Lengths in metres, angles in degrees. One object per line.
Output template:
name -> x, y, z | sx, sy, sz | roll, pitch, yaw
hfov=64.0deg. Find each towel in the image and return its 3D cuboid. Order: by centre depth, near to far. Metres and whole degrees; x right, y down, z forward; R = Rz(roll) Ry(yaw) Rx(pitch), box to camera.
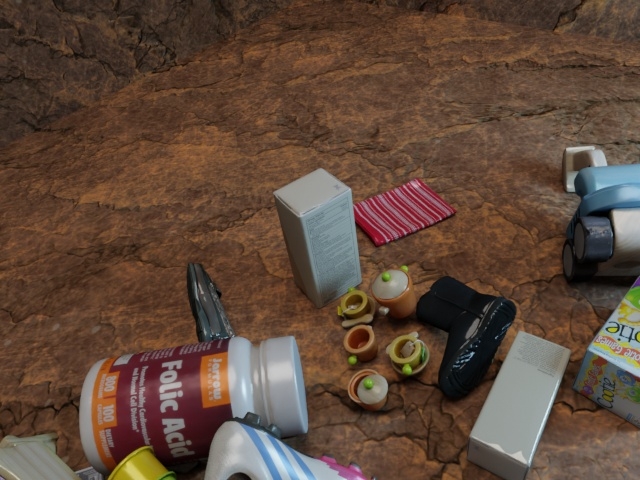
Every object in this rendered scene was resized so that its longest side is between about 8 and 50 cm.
towel -> 0.231, -0.088, 1.512 | 0.275, 0.031, 0.199 | -22, 44, -15

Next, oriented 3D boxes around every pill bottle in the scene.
pill bottle -> -0.231, 0.312, 1.001 | 0.392, 0.224, 0.224 | -10, 42, 0

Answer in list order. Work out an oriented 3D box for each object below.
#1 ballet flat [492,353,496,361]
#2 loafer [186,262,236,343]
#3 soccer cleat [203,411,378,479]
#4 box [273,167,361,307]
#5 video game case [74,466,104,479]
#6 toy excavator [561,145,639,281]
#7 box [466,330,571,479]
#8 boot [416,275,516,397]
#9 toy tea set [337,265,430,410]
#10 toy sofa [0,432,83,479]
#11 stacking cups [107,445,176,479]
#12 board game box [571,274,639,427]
ballet flat -> 0.362, 0.240, 1.121 | 0.041, 0.041, 0.114 | -4, 43, 6
loafer -> -0.280, 0.163, 1.293 | 0.084, 0.096, 0.267 | -3, 45, -23
soccer cleat -> -0.043, 0.418, 0.858 | 0.331, 0.116, 0.143 | 31, 53, -12
box -> 0.000, 0.000, 1.241 | 0.148, 0.311, 0.121 | -29, 45, -21
video game case -> -0.504, 0.531, 0.958 | 0.190, 0.022, 0.173 | -16, 42, -8
toy excavator -> 0.714, -0.111, 1.279 | 0.222, 0.433, 0.445 | -1, 70, 14
box -> 0.386, 0.315, 0.991 | 0.113, 0.094, 0.275 | 21, 50, 30
boot -> 0.285, 0.202, 1.130 | 0.246, 0.094, 0.207 | -54, 29, -11
toy tea set -> 0.124, 0.195, 1.115 | 0.200, 0.124, 0.336 | -20, 40, 15
toy sofa -> -0.402, 0.473, 0.795 | 0.362, 0.177, 0.150 | 32, 85, 16
stacking cups -> -0.206, 0.467, 0.802 | 0.316, 0.096, 0.096 | 35, 57, 24
board game box -> 0.650, 0.207, 1.027 | 0.142, 0.144, 0.275 | 30, 55, 35
